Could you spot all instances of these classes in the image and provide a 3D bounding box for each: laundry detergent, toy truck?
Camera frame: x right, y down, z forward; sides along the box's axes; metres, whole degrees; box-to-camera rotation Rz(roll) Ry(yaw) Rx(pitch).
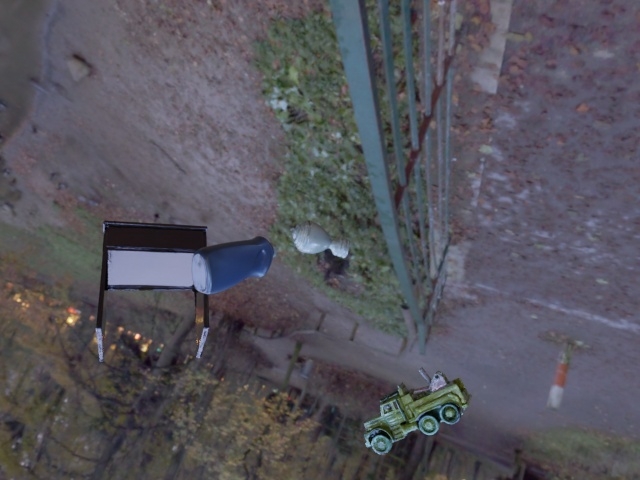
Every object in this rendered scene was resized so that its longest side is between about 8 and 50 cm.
[{"bbox_3d":[-0.168,0.043,1.102,0.061,0.097,0.206,8,-162,41],"label":"laundry detergent"},{"bbox_3d":[0.218,0.395,1.255,0.135,0.259,0.128,60,-163,13],"label":"toy truck"}]

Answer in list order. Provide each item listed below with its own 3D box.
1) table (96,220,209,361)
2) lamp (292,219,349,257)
[{"bbox_3d":[-0.409,0.126,1.296,0.250,0.282,0.196,4,144,-20],"label":"table"},{"bbox_3d":[0.000,0.000,1.689,0.193,0.106,0.106,16,166,-20],"label":"lamp"}]
